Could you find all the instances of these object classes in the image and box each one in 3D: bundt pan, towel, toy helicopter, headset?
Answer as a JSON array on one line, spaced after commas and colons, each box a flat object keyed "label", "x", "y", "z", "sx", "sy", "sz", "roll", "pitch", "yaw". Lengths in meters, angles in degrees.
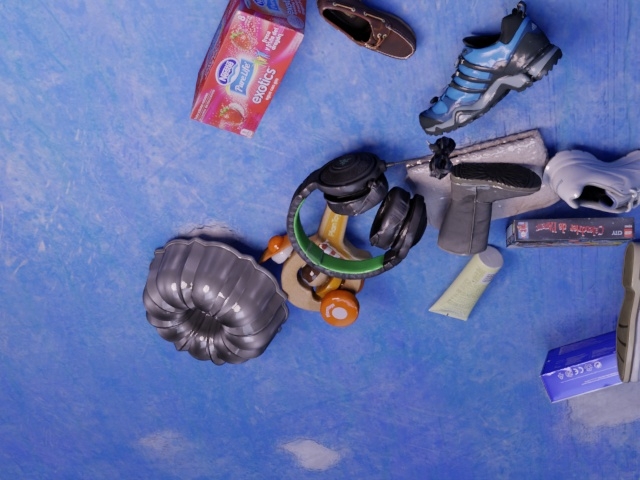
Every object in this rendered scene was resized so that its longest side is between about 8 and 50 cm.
[{"label": "bundt pan", "x": -0.240, "y": 0.151, "z": 2.278, "sx": 0.330, "sy": 0.124, "sz": 0.331, "roll": 14, "pitch": 140, "yaw": 12}, {"label": "towel", "x": 0.319, "y": -0.114, "z": 2.087, "sx": 0.282, "sy": 0.049, "sz": 0.187, "roll": -14, "pitch": 135, "yaw": 17}, {"label": "toy helicopter", "x": 0.000, "y": 0.000, "z": 2.194, "sx": 0.235, "sy": 0.140, "sz": 0.355, "roll": 15, "pitch": 125, "yaw": 0}, {"label": "headset", "x": 0.104, "y": -0.061, "z": 1.998, "sx": 0.243, "sy": 0.185, "sz": 0.394, "roll": 40, "pitch": 120, "yaw": -17}]

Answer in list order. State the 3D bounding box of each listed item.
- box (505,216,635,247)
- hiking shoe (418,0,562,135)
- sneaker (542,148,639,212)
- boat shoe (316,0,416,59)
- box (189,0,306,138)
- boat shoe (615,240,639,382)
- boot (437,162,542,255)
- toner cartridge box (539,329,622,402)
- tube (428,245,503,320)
[{"label": "box", "x": 0.497, "y": -0.015, "z": 2.126, "sx": 0.233, "sy": 0.044, "sz": 0.159, "roll": -1, "pitch": 174, "yaw": 3}, {"label": "hiking shoe", "x": 0.281, "y": -0.298, "z": 1.876, "sx": 0.304, "sy": 0.113, "sz": 0.132, "roll": -31, "pitch": 97, "yaw": 38}, {"label": "sneaker", "x": 0.577, "y": -0.101, "z": 2.018, "sx": 0.297, "sy": 0.129, "sz": 0.111, "roll": -4, "pitch": 130, "yaw": -8}, {"label": "boat shoe", "x": 0.079, "y": -0.363, "z": 1.816, "sx": 0.207, "sy": 0.073, "sz": 0.073, "roll": 25, "pitch": 131, "yaw": -24}, {"label": "box", "x": -0.126, "y": -0.318, "z": 1.830, "sx": 0.122, "sy": 0.128, "sz": 0.257, "roll": 18, "pitch": 135, "yaw": -15}, {"label": "boat shoe", "x": 0.687, "y": 0.155, "z": 2.220, "sx": 0.103, "sy": 0.113, "sz": 0.302, "roll": 4, "pitch": 100, "yaw": 0}, {"label": "boot", "x": 0.326, "y": -0.053, "z": 2.064, "sx": 0.189, "sy": 0.076, "sz": 0.208, "roll": 8, "pitch": 131, "yaw": 11}, {"label": "toner cartridge box", "x": 0.677, "y": 0.257, "z": 2.374, "sx": 0.348, "sy": 0.165, "sz": 0.075, "roll": -21, "pitch": 96, "yaw": 24}, {"label": "tube", "x": 0.322, "y": 0.101, "z": 2.315, "sx": 0.070, "sy": 0.062, "sz": 0.240, "roll": 47, "pitch": 143, "yaw": 17}]
